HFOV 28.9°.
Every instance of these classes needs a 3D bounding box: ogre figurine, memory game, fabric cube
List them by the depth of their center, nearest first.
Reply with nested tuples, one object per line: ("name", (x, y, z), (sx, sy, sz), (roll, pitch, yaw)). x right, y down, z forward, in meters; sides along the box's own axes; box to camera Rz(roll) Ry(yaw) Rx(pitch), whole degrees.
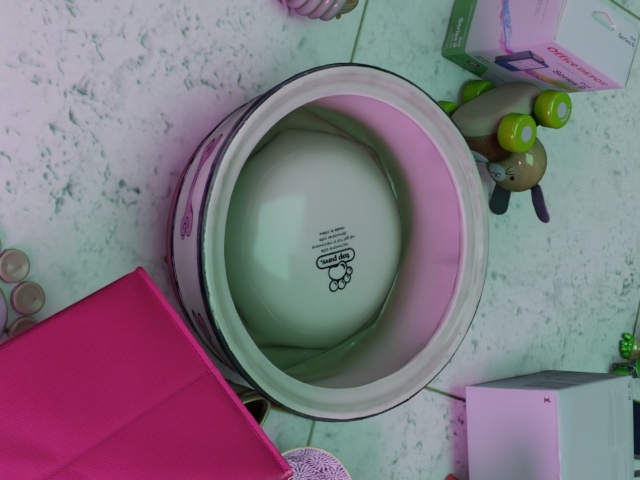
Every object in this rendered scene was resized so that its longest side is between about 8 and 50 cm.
("fabric cube", (-0.232, 0.226, 1.198), (0.258, 0.254, 0.259), (-32, 79, -32))
("memory game", (-0.372, 0.076, 1.292), (0.186, 0.012, 0.186), (0, 91, -38))
("ogre figurine", (0.554, 0.162, 1.934), (0.197, 0.118, 0.096), (-10, 96, -38))

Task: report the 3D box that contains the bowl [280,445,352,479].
("bowl", (-0.045, 0.328, 1.501), (0.170, 0.080, 0.170), (0, 90, -38))

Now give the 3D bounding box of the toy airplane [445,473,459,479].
("toy airplane", (0.179, 0.386, 1.706), (0.151, 0.028, 0.151), (2, 86, -34))

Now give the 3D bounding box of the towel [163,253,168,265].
("towel", (-0.142, 0.026, 1.469), (0.083, 0.009, 0.060), (45, 64, -29))

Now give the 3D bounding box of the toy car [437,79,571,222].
("toy car", (0.253, -0.109, 1.694), (0.149, 0.155, 0.188), (-33, 122, -32))

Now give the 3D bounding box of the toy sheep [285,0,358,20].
("toy sheep", (-0.010, -0.317, 1.523), (0.132, 0.091, 0.091), (22, 77, -21))

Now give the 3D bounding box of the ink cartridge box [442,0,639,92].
("ink cartridge box", (0.295, -0.267, 1.673), (0.154, 0.212, 0.093), (23, 77, -36))

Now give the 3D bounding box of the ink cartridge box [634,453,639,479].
("ink cartridge box", (0.434, 0.348, 1.856), (0.135, 0.099, 0.056), (6, 86, -38))

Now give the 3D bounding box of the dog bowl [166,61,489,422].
("dog bowl", (0.000, 0.000, 1.467), (0.408, 0.150, 0.407), (-2, 94, -35))

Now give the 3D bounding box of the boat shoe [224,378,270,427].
("boat shoe", (-0.171, 0.264, 1.398), (0.285, 0.089, 0.104), (-50, 118, -26))

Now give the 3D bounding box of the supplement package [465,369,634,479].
("supplement package", (0.320, 0.287, 1.717), (0.203, 0.149, 0.194), (-1, 89, -48))
